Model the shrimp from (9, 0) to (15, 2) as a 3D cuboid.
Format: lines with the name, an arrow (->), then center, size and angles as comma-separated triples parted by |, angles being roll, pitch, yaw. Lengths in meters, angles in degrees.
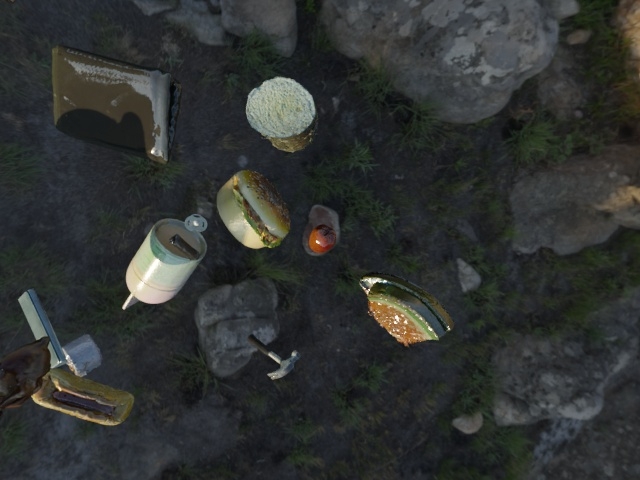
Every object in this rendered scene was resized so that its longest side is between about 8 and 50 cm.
shrimp -> -0.913, -0.755, 1.082 | 0.035, 0.148, 0.195 | -43, 154, -17

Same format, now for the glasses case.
glasses case -> -0.935, 0.300, 1.355 | 0.056, 0.105, 0.265 | -25, 83, -35

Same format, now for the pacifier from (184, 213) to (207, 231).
pacifier -> -0.472, -0.070, 1.537 | 0.084, 0.064, 0.068 | 8, 81, -24

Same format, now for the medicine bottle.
medicine bottle -> -0.686, 0.125, 1.723 | 0.236, 0.235, 0.406 | 28, 118, -26

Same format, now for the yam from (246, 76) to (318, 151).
yam -> -0.131, -0.462, 1.544 | 0.241, 0.348, 0.240 | 0, 92, 4

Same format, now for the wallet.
wallet -> -0.380, -0.251, 0.743 | 0.246, 0.052, 0.168 | 17, 113, 6

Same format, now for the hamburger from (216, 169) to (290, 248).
hamburger -> -0.098, -0.049, 0.625 | 0.082, 0.141, 0.126 | -31, 102, 20

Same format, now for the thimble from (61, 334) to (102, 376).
thimble -> -1.003, 0.483, 1.698 | 0.118, 0.127, 0.151 | -33, 141, -43

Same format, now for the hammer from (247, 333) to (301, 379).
hammer -> -0.166, 0.347, 1.244 | 0.103, 0.247, 0.029 | -47, 124, -23

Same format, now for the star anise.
star anise -> -0.476, 0.224, 0.559 | 0.196, 0.212, 0.110 | -10, 111, 24

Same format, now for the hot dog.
hot dog -> -0.581, 0.395, 0.997 | 0.243, 0.073, 0.084 | 38, 75, -30

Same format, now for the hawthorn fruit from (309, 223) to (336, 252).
hawthorn fruit -> 0.000, 0.000, 1.233 | 0.081, 0.081, 0.093 | 17, 136, -26

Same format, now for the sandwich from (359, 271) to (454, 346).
sandwich -> 0.185, 0.167, 0.970 | 0.079, 0.235, 0.159 | -32, 161, -49

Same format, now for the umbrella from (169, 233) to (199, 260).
umbrella -> -0.417, 0.023, 1.243 | 0.036, 0.031, 0.133 | -20, 147, 6
